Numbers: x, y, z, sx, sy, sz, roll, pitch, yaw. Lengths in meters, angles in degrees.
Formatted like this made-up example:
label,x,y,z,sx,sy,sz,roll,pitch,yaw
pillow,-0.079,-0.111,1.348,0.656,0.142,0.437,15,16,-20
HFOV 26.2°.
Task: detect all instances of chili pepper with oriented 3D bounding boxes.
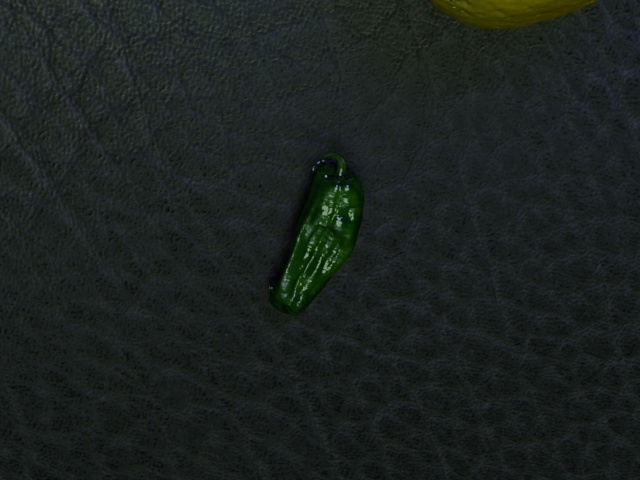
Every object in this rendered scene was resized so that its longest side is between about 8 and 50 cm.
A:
label,x,y,z,sx,sy,sz,roll,pitch,yaw
chili pepper,-0.004,-0.003,1.819,0.100,0.074,0.257,15,114,-15

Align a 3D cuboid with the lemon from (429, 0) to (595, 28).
label,x,y,z,sx,sy,sz,roll,pitch,yaw
lemon,0.224,-0.392,1.524,0.336,0.336,0.336,-3,117,-6
